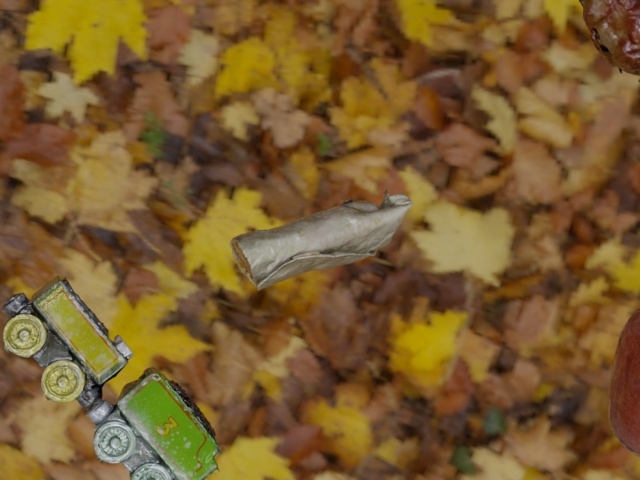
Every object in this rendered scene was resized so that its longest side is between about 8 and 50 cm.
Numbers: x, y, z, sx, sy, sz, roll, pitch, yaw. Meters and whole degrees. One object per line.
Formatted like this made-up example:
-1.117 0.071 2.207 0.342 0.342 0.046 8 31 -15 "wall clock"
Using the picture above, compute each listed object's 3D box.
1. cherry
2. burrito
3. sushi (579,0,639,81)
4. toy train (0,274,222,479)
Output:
0.252 0.096 1.148 0.106 0.087 0.126 2 110 -9 "cherry"
0.000 0.000 1.749 0.226 0.087 0.060 -18 74 -30 "burrito"
0.396 -0.199 1.512 0.182 0.343 0.196 -24 115 -33 "sushi"
-0.154 0.110 1.240 0.081 0.060 0.202 -40 99 -5 "toy train"
